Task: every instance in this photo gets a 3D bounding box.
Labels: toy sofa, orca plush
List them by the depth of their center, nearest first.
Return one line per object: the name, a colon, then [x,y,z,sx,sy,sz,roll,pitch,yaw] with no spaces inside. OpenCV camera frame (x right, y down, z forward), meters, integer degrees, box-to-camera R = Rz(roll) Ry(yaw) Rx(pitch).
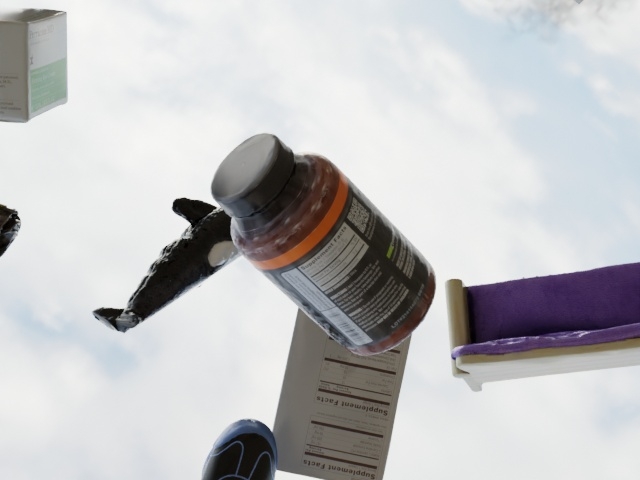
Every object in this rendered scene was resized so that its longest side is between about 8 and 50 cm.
orca plush: [-0.160,0.003,1.626,0.287,0.151,0.102,-35,-91,-23]
toy sofa: [0.362,0.108,1.915,0.362,0.177,0.150,-8,-111,15]

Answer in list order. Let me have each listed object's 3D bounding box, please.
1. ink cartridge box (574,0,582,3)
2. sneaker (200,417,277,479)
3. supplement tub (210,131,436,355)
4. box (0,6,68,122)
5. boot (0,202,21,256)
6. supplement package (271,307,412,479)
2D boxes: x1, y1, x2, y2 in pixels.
ink cartridge box: [0.239,-0.297,1.369,0.115,0.063,0.029,35,-121,-9]
sneaker: [-0.100,0.300,1.377,0.081,0.232,0.090,18,-172,-10]
supplement tub: [0.000,0.000,1.091,0.198,0.106,0.106,45,-140,-31]
box: [-0.282,-0.155,1.170,0.101,0.087,0.101,4,-164,10]
boot: [-0.385,-0.044,1.237,0.229,0.091,0.263,16,-127,-4]
supplement package: [0.028,0.152,1.554,0.133,0.139,0.244,12,-96,2]
